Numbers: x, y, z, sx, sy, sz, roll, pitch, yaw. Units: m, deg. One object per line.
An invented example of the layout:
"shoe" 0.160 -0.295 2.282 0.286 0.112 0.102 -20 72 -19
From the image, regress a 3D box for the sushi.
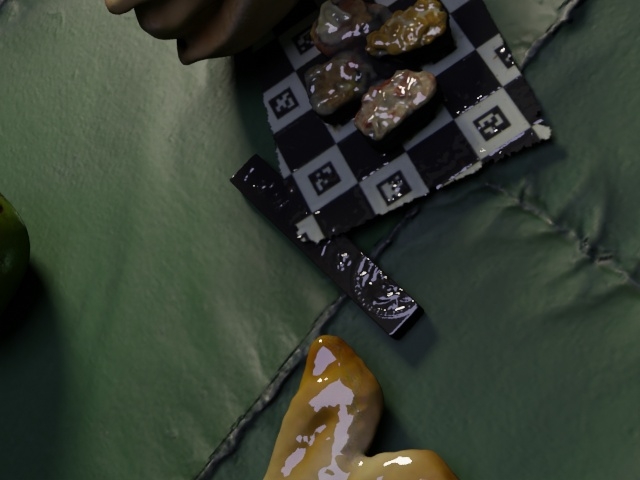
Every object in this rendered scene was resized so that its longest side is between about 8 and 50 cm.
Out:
"sushi" 0.036 -0.124 0.712 0.193 0.040 0.210 -25 60 15

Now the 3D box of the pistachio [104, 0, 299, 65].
"pistachio" -0.057 -0.274 0.757 0.182 0.162 0.292 4 71 61

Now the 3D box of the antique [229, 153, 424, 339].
"antique" 0.000 0.000 0.711 0.031 0.015 0.192 -49 58 4

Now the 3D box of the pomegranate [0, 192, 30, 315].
"pomegranate" -0.337 0.006 0.813 0.220 0.156 0.156 18 82 36

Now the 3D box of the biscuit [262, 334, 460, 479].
"biscuit" -0.016 0.183 0.635 0.208 0.047 0.164 -45 59 7
